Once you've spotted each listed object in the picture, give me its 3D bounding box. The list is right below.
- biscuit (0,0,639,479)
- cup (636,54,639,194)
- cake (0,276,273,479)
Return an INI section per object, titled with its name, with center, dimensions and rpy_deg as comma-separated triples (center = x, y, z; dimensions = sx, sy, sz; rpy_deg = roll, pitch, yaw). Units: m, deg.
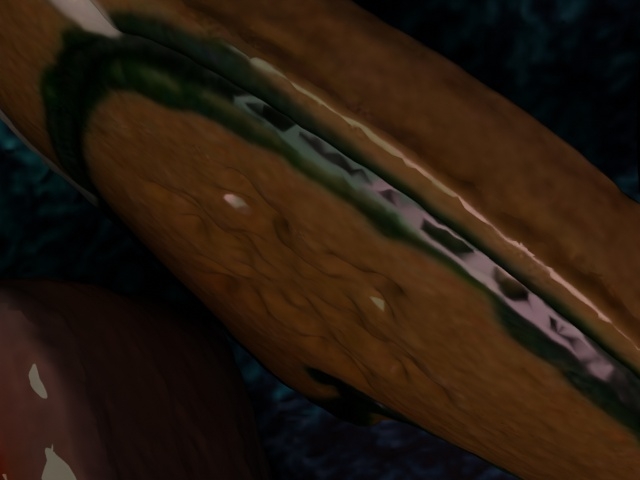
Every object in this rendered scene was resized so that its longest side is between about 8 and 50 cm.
[biscuit]
center = -0.001, 0.001, 0.696
dimensions = 0.344, 0.057, 0.287
rpy_deg = 35, 161, 5
[cup]
center = 0.250, -0.024, 0.656
dimensions = 0.256, 0.178, 0.255
rpy_deg = 6, 80, -2
[cake]
center = -0.133, 0.172, 0.737
dimensions = 0.237, 0.230, 0.309
rpy_deg = -18, 85, 12
